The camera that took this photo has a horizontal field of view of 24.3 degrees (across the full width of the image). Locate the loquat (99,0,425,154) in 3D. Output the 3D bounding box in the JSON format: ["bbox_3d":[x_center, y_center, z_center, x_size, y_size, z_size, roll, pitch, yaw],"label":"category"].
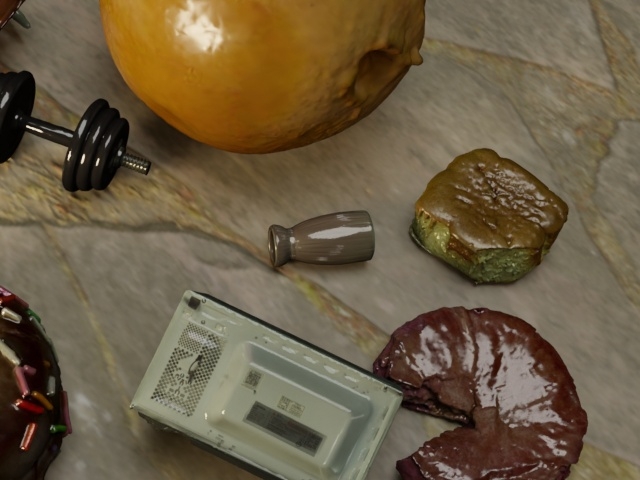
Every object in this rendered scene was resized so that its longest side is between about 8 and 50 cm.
[{"bbox_3d":[-0.055,-0.241,1.459,0.328,0.328,0.328,5,58,-9],"label":"loquat"}]

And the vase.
[{"bbox_3d":[0.000,0.000,1.481,0.101,0.053,0.053,-6,60,-11],"label":"vase"}]

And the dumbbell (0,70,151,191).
[{"bbox_3d":[-0.266,-0.107,1.463,0.208,0.099,0.099,20,57,3],"label":"dumbbell"}]

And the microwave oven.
[{"bbox_3d":[-0.044,0.142,1.311,0.208,0.162,0.122,25,89,4],"label":"microwave oven"}]

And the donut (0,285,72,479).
[{"bbox_3d":[-0.348,0.135,1.280,0.270,0.103,0.269,3,49,-3],"label":"donut"}]

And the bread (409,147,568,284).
[{"bbox_3d":[0.169,-0.021,1.520,0.140,0.069,0.128,36,60,12],"label":"bread"}]

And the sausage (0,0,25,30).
[{"bbox_3d":[-0.406,-0.171,1.447,0.102,0.102,0.330,32,71,8],"label":"sausage"}]

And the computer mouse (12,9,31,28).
[{"bbox_3d":[-0.464,-0.336,1.557,0.389,0.115,0.199,34,62,11],"label":"computer mouse"}]

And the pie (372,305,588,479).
[{"bbox_3d":[0.150,0.159,1.413,0.204,0.054,0.218,-19,65,-21],"label":"pie"}]
